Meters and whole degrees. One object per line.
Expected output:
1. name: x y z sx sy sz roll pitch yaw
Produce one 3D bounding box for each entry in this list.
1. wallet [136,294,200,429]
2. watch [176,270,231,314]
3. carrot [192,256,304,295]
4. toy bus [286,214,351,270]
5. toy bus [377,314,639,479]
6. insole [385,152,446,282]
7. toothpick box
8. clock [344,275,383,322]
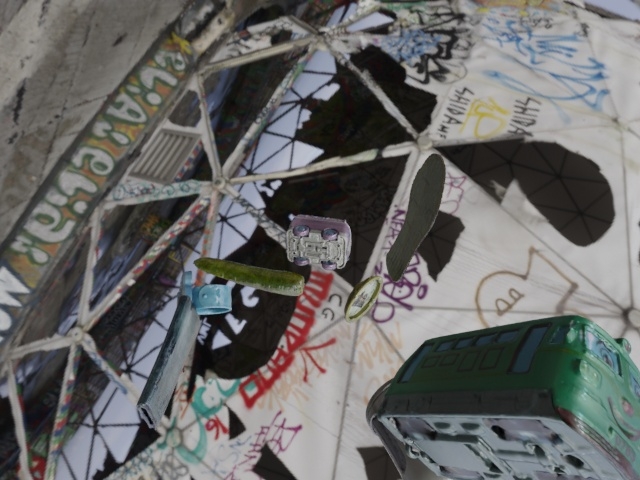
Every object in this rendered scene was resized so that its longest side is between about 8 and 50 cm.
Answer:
1. wallet: -0.459 0.368 1.374 0.191 0.046 0.379 93 5 -47
2. watch: -0.437 0.226 1.680 0.211 0.193 0.211 -177 -90 -66
3. carrot: -0.224 0.107 1.370 0.074 0.358 0.074 12 90 -86
4. toy bus: 0.000 0.000 1.445 0.142 0.202 0.142 -62 157 -59
5. toy bus: 0.264 0.227 0.624 0.199 0.183 0.343 -50 -168 -34
6. insole: 0.206 -0.037 0.989 0.349 0.009 0.119 105 -24 -42
7. toothpick box: 0.273 0.488 1.053 0.229 0.229 0.316 -56 -146 12
8. clock: 0.166 0.231 1.812 0.237 0.057 0.237 -36 147 -28
